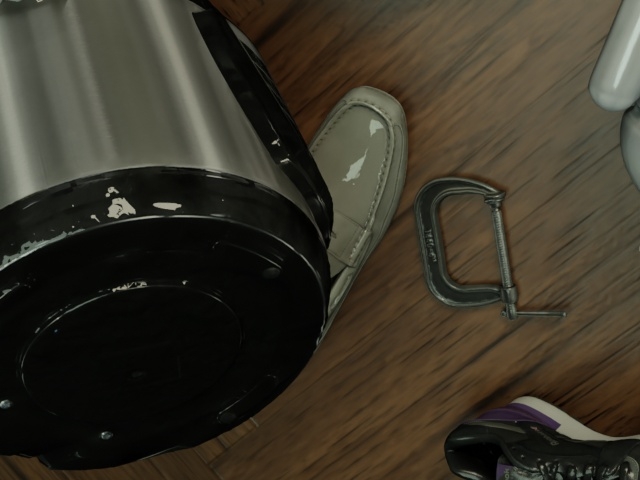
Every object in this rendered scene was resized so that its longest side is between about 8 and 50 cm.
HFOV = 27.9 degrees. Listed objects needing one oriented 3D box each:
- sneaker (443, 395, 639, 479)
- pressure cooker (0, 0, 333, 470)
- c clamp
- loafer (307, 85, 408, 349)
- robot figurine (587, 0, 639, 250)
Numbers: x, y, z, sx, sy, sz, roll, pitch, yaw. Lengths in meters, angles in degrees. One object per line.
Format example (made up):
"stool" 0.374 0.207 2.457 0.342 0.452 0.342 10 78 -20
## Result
"sneaker" 0.231 0.229 1.194 0.283 0.124 0.107 11 106 53
"pressure cooker" -0.211 -0.055 1.169 0.370 0.376 0.420 -50 43 30
"c clamp" 0.163 0.008 1.282 0.137 0.022 0.160 -9 105 27
"loafer" 0.000 0.000 1.284 0.112 0.111 0.319 24 114 11
"robot figurine" 0.370 -0.145 1.057 0.300 0.200 0.353 10 112 -14
